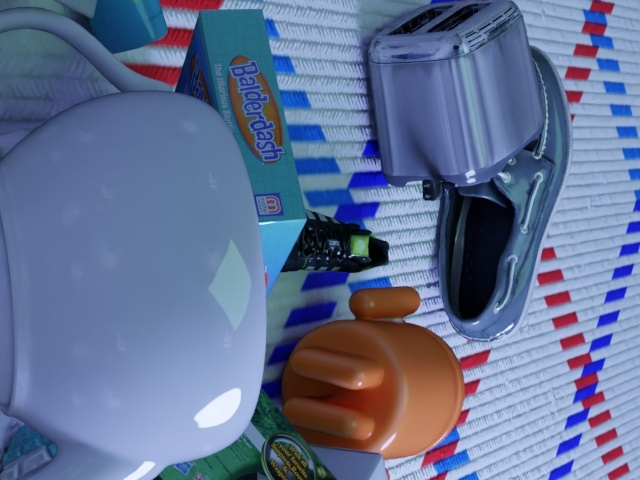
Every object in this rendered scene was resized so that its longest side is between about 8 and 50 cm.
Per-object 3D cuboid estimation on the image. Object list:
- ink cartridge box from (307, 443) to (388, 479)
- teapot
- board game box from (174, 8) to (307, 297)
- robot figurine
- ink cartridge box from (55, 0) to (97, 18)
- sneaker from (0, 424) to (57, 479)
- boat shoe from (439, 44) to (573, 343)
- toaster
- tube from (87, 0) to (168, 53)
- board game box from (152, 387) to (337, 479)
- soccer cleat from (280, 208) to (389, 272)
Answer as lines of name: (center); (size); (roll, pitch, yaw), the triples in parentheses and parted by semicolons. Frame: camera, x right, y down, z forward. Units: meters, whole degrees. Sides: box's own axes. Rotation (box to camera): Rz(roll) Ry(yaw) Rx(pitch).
ink cartridge box: (-0.012, 0.353, 1.401); (0.223, 0.129, 0.307); (-54, 137, -47)
teapot: (-0.151, 0.022, 1.051); (0.256, 0.187, 0.252); (-116, -151, -50)
board game box: (-0.068, -0.035, 1.163); (0.210, 0.047, 0.160); (118, -36, -60)
robot figurine: (0.050, 0.131, 1.500); (0.219, 0.128, 0.158); (8, 54, -63)
ink cartridge box: (-0.165, -0.272, 0.983); (0.275, 0.060, 0.239); (13, 95, -78)
sneaker: (-0.168, 0.198, 1.162); (0.076, 0.065, 0.166); (-84, 155, -82)
boat shoe: (0.186, -0.052, 1.759); (0.099, 0.116, 0.319); (14, 85, -66)
toaster: (0.125, -0.142, 1.623); (0.227, 0.129, 0.146); (-38, 121, -53)
tube: (-0.158, -0.233, 1.162); (0.080, 0.052, 0.207); (-58, 136, -60)
board game box: (-0.050, 0.190, 1.256); (0.260, 0.030, 0.136); (51, 44, -1)
soccer cleat: (0.000, 0.000, 1.450); (0.179, 0.072, 0.060); (8, 85, -62)
